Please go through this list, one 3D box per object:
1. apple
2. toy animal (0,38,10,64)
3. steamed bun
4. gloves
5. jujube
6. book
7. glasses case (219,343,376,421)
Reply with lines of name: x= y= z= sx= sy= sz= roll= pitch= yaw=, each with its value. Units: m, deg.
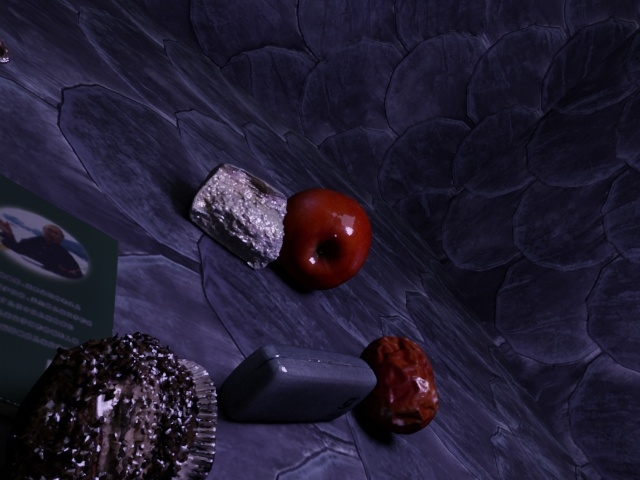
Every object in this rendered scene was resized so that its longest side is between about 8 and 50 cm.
apple: x=0.000 y=0.000 z=1.422 sx=0.260 sy=0.260 sz=0.216 roll=41 pitch=13 yaw=-16
toy animal: x=-0.710 y=-0.424 z=0.989 sx=0.312 sy=0.097 sz=0.157 roll=37 pitch=6 yaw=-20
steamed bun: x=-0.184 y=-0.075 z=1.289 sx=0.226 sy=0.170 sz=0.200 roll=34 pitch=25 yaw=-32
gloves: x=-0.212 y=0.198 z=0.569 sx=0.135 sy=0.210 sz=0.312 roll=13 pitch=-21 yaw=17
jujube: x=0.167 y=0.313 z=1.231 sx=0.174 sy=0.174 sz=0.250 roll=41 pitch=21 yaw=-17
book: x=-0.383 y=0.061 z=0.714 sx=0.260 sy=0.043 sz=0.370 roll=37 pitch=20 yaw=-35
glasses case: x=-0.026 y=0.253 z=0.968 sx=0.323 sy=0.131 sz=0.074 roll=24 pitch=27 yaw=-52
